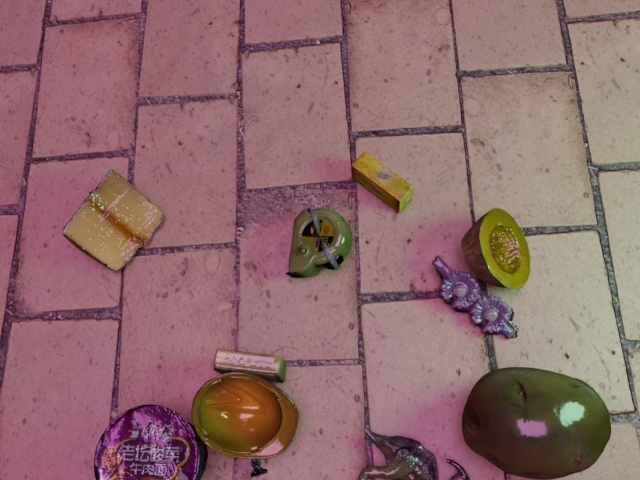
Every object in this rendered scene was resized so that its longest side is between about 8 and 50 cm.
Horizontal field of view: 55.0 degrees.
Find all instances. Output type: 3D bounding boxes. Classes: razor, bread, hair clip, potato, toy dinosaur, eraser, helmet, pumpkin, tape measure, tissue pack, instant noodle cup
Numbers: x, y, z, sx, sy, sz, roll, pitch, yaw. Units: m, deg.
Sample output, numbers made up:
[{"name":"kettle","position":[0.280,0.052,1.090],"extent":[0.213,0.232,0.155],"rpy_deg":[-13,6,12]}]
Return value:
[{"name":"razor","position":[-0.173,0.517,1.560],"extent":[0.044,0.028,0.154],"rpy_deg":[-15,71,1]},{"name":"bread","position":[-0.573,-0.050,1.733],"extent":[0.178,0.135,0.240],"rpy_deg":[30,75,14]},{"name":"hair clip","position":[0.398,0.155,1.607],"extent":[0.292,0.084,0.106],"rpy_deg":[42,98,12]},{"name":"potato","position":[0.499,0.420,1.419],"extent":[0.326,0.221,0.243],"rpy_deg":[7,38,6]},{"name":"toy dinosaur","position":[0.219,0.570,1.483],"extent":[0.294,0.077,0.162],"rpy_deg":[30,72,-1]},{"name":"eraser","position":[-0.179,0.322,1.580],"extent":[0.172,0.117,0.058],"rpy_deg":[5,68,7]},{"name":"helmet","position":[-0.190,0.416,1.522],"extent":[0.257,0.140,0.205],"rpy_deg":[21,90,-10]},{"name":"pumpkin","position":[0.448,0.032,1.611],"extent":[0.110,0.217,0.217],"rpy_deg":[-19,65,41]},{"name":"tape measure","position":[0.000,0.000,1.678],"extent":[0.175,0.106,0.200],"rpy_deg":[-3,69,19]},{"name":"tissue pack","position":[0.172,-0.162,1.718],"extent":[0.176,0.095,0.062],"rpy_deg":[40,79,16]},{"name":"instant noodle cup","position":[-0.391,0.530,1.492],"extent":[0.251,0.190,0.251],"rpy_deg":[-2,72,5]}]
